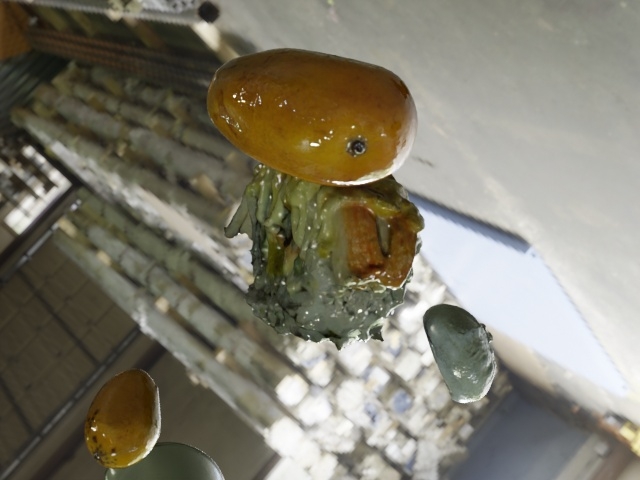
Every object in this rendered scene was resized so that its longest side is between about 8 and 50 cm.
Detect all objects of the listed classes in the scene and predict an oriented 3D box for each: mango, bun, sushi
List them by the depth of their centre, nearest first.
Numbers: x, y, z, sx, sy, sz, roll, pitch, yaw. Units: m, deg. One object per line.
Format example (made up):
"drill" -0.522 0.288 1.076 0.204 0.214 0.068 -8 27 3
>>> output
"mango" -0.012 -0.091 0.694 0.165 0.089 0.115 18 -156 20
"mango" -0.203 0.184 1.045 0.078 0.114 0.057 3 140 7
"sushi" 0.000 0.000 1.071 0.139 0.184 0.274 6 -165 -22
"bun" 0.190 0.144 1.329 0.141 0.083 0.141 -22 -90 -82

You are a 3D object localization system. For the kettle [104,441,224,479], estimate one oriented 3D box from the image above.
"kettle" -0.184 0.440 1.398 0.265 0.205 0.318 9 -169 -14
